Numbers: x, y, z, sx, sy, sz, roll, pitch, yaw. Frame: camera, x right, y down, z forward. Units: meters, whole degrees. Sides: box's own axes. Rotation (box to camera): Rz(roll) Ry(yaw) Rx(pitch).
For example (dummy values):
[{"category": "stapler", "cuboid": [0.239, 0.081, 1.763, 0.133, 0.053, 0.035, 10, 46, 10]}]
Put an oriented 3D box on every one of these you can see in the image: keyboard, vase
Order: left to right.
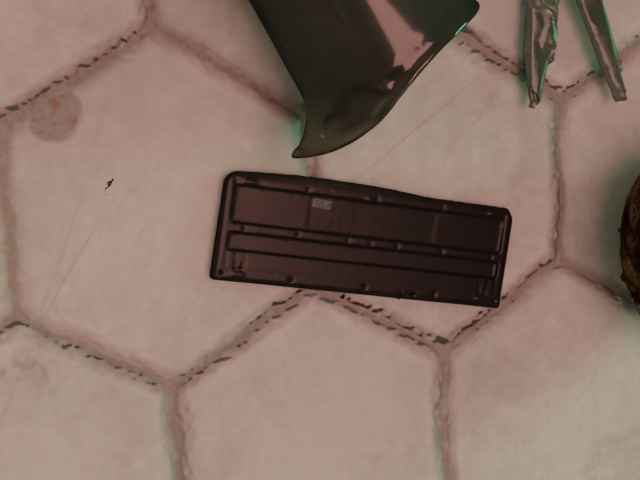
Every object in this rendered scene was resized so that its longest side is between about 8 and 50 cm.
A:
[{"category": "keyboard", "cuboid": [-0.006, -0.002, 0.945, 0.381, 0.041, 0.104, 7, 94, -27]}, {"category": "vase", "cuboid": [-0.003, -0.249, 0.857, 0.251, 0.156, 0.301, -38, 102, -9]}]

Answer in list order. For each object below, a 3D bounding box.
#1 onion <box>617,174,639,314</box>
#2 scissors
[{"category": "onion", "cuboid": [0.379, -0.003, 1.015, 0.218, 0.140, 0.195, -13, 101, -6]}, {"category": "scissors", "cuboid": [0.210, -0.306, 0.982, 0.255, 0.029, 0.384, -14, 100, -19]}]
